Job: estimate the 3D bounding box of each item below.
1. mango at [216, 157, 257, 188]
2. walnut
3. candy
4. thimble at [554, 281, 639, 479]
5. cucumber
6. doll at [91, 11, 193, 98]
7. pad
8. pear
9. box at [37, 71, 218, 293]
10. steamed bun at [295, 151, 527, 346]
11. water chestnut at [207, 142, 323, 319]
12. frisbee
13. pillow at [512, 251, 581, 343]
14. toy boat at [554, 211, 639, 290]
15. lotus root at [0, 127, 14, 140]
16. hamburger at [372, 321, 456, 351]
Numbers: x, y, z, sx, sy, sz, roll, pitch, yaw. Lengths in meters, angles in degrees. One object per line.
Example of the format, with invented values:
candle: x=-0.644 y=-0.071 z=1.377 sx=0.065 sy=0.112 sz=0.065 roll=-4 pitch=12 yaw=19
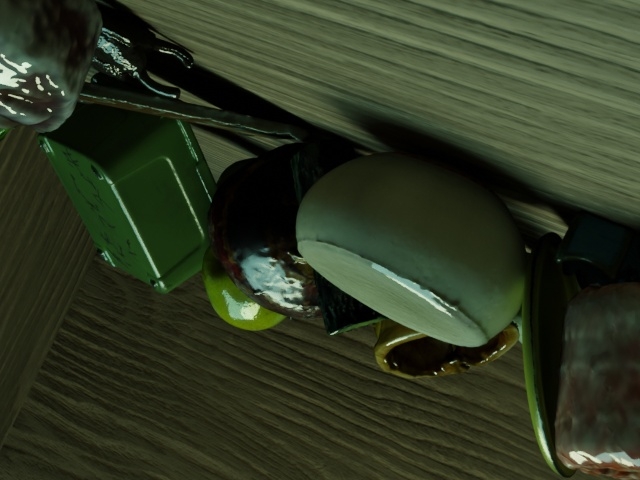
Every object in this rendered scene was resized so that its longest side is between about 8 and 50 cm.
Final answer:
mango: x=-0.054 y=-0.046 z=1.753 sx=0.273 sy=0.149 sz=0.185 roll=21 pitch=174 yaw=12
walnut: x=0.139 y=0.090 z=1.179 sx=0.167 sy=0.087 sz=0.211 roll=-12 pitch=157 yaw=9
candy: x=-0.305 y=-0.200 z=0.830 sx=0.214 sy=0.157 sz=0.289 roll=8 pitch=163 yaw=28
thimble: x=0.321 y=0.134 z=0.878 sx=0.239 sy=0.162 sz=0.239 roll=7 pitch=165 yaw=2
cucumber: x=0.022 y=-0.006 z=1.126 sx=0.078 sy=0.211 sz=0.062 roll=-11 pitch=156 yaw=-3
doll: x=-0.213 y=-0.202 z=1.038 sx=0.165 sy=0.057 sz=0.139 roll=28 pitch=177 yaw=-34
pad: x=-0.170 y=-0.155 z=1.253 sx=0.284 sy=0.018 sz=0.286 roll=10 pitch=-176 yaw=-15
pear: x=-0.086 y=0.056 z=1.632 sx=0.166 sy=0.180 sz=0.216 roll=37 pitch=-171 yaw=33
box: x=-0.293 y=-0.082 z=1.655 sx=0.253 sy=0.178 sz=0.328 roll=21 pitch=145 yaw=42
steamed bun: x=0.097 y=-0.005 z=0.992 sx=0.232 sy=0.145 sz=0.232 roll=28 pitch=169 yaw=6
water chestnut: x=-0.030 y=-0.014 z=1.287 sx=0.224 sy=0.223 sz=0.238 roll=26 pitch=162 yaw=-14
frisbee: x=0.227 y=0.108 z=0.985 sx=0.017 sy=0.235 sz=0.236 roll=-6 pitch=164 yaw=24
pillow: x=0.343 y=0.115 z=1.285 sx=0.283 sy=0.138 sz=0.310 roll=34 pitch=-179 yaw=30
toy boat: x=0.261 y=0.033 z=0.964 sx=0.075 sy=0.077 sz=0.185 roll=24 pitch=177 yaw=22
lotus root: x=-0.361 y=-0.222 z=1.135 sx=0.186 sy=0.186 sz=0.186 roll=25 pitch=178 yaw=1
hamburger: x=0.145 y=0.057 z=1.349 sx=0.122 sy=0.189 sz=0.215 roll=19 pitch=137 yaw=10
